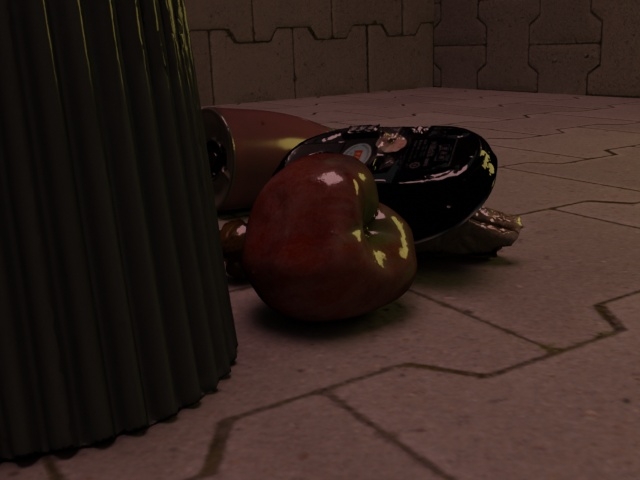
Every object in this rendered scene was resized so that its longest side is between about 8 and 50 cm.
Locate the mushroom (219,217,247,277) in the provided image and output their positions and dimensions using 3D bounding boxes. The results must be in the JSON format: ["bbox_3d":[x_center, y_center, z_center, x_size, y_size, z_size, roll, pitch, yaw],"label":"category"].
[{"bbox_3d":[-0.083,0.005,0.824,0.060,0.061,0.187,11,4,-2],"label":"mushroom"}]

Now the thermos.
[{"bbox_3d":[-0.045,-0.123,1.104,0.265,0.145,0.176,-5,8,-34],"label":"thermos"}]

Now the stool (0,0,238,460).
[{"bbox_3d":[-0.216,-0.060,0.532,0.297,0.329,0.297,-2,15,0],"label":"stool"}]

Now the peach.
[{"bbox_3d":[0.000,0.000,0.662,0.152,0.152,0.152,-2,15,1],"label":"peach"}]

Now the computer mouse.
[{"bbox_3d":[0.065,-0.052,0.765,0.233,0.096,0.137,4,45,24],"label":"computer mouse"}]

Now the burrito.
[{"bbox_3d":[0.105,-0.006,0.821,0.230,0.063,0.058,-6,54,15],"label":"burrito"}]
